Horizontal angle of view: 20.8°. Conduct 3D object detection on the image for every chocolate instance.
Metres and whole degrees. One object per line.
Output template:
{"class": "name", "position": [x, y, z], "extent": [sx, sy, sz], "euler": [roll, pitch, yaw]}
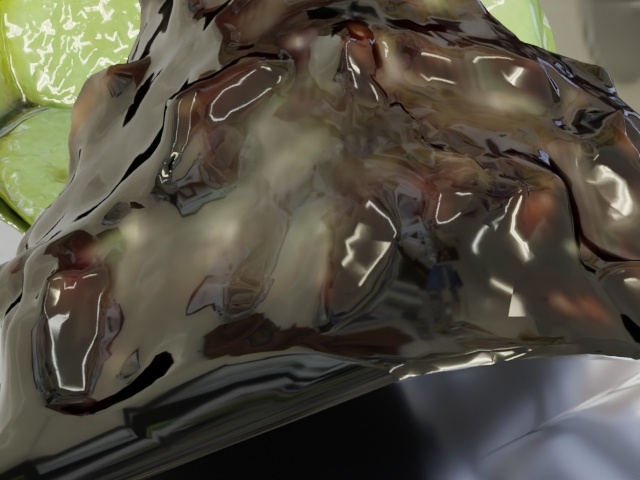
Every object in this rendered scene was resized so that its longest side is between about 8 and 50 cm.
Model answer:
{"class": "chocolate", "position": [0.000, 0.000, 0.471], "extent": [0.206, 0.224, 0.177], "euler": [35, 38, -58]}

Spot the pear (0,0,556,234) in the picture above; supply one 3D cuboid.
{"class": "pear", "position": [-0.036, -0.127, 0.816], "extent": [0.286, 0.176, 0.281], "euler": [9, 70, -24]}
